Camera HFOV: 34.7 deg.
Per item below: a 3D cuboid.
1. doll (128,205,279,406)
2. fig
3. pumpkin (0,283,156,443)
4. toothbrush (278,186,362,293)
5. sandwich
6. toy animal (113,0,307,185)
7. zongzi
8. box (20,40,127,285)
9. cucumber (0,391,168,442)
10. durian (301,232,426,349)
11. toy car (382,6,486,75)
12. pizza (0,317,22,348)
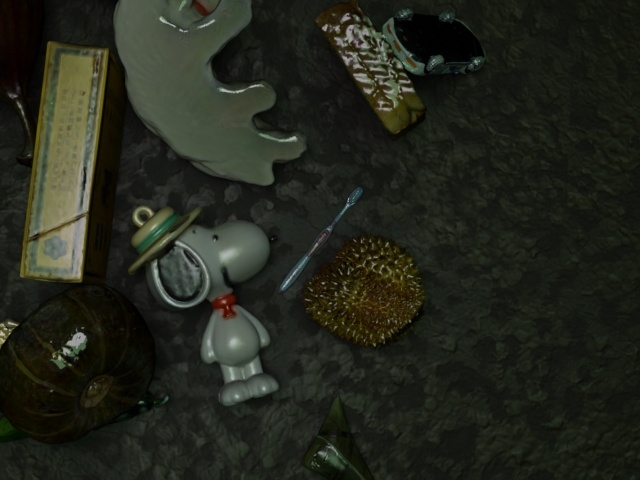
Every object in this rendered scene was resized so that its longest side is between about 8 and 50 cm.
[{"bbox_3d":[-0.157,0.087,1.389,0.208,0.144,0.272,2,82,-13],"label":"doll"},{"bbox_3d":[-0.440,-0.241,1.361,0.216,0.217,0.321,-28,89,-5],"label":"fig"},{"bbox_3d":[-0.318,0.154,1.308,0.162,0.219,0.219,40,84,26],"label":"pumpkin"},{"bbox_3d":[0.000,0.000,1.466,0.013,0.019,0.193,38,87,-1],"label":"toothbrush"},{"bbox_3d":[0.073,-0.227,1.386,0.065,0.215,0.186,-33,92,5],"label":"sandwich"},{"bbox_3d":[-0.147,-0.237,1.422,0.307,0.188,0.266,23,106,-13],"label":"toy animal"},{"bbox_3d":[0.042,0.289,1.440,0.104,0.052,0.113,31,72,-9],"label":"zongzi"},{"bbox_3d":[-0.323,-0.092,1.363,0.083,0.193,0.302,6,86,-2],"label":"box"},{"bbox_3d":[-0.333,0.234,1.413,0.250,0.056,0.056,-10,87,-3],"label":"cucumber"},{"bbox_3d":[0.067,0.068,1.412,0.168,0.137,0.158,29,106,7],"label":"durian"},{"bbox_3d":[0.162,-0.271,1.426,0.056,0.204,0.095,-40,74,33],"label":"toy car"},{"bbox_3d":[-0.510,0.151,1.396,0.287,0.074,0.251,-33,87,-13],"label":"pizza"}]
